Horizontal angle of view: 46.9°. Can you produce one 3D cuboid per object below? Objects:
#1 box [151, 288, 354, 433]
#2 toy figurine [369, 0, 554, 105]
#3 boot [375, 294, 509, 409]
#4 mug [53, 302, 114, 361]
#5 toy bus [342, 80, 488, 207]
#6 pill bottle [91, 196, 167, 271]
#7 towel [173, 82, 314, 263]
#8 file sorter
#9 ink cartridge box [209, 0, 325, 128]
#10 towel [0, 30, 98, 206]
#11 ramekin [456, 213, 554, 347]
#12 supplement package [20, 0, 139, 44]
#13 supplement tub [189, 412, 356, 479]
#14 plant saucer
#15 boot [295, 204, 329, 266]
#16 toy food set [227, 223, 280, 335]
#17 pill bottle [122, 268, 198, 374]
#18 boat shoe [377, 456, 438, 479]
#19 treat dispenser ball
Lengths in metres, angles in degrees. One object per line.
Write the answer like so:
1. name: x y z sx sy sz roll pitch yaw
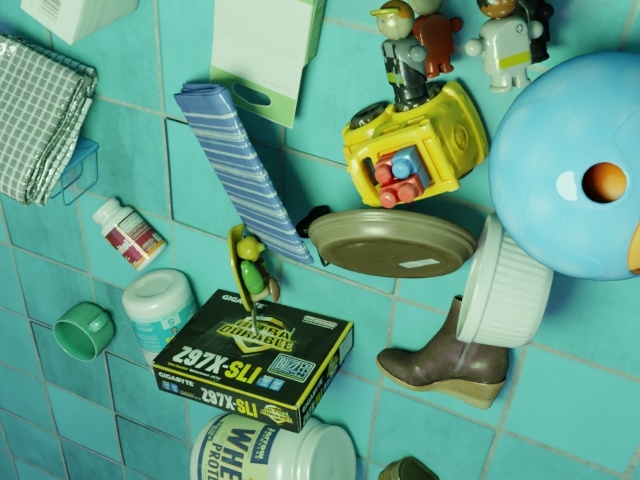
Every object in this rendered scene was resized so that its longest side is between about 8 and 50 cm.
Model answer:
1. box: -0.129 0.227 1.464 0.321 0.257 0.079 12 128 23
2. toy figurine: 0.185 -0.279 0.956 0.213 0.209 0.148 -1 116 29
3. boot: 0.231 0.189 1.371 0.248 0.090 0.207 16 117 20
4. mug: -0.561 0.219 1.807 0.157 0.097 0.130 5 124 26
5. toy bus: 0.115 -0.117 1.111 0.220 0.211 0.149 -13 117 37
6. pill bottle: -0.406 -0.015 1.559 0.152 0.086 0.086 46 132 -7
7. towel: -0.134 -0.121 1.287 0.243 0.040 0.336 21 142 61
8. file sorter: -0.560 -0.162 1.521 0.170 0.118 0.105 24 135 13
9. ink cartridge box: -0.091 -0.316 1.187 0.171 0.056 0.235 24 136 13
10. towel: -0.575 -0.236 1.384 0.235 0.121 0.284 26 94 11
11. ramekin: 0.291 0.070 1.157 0.109 0.207 0.207 14 129 7
12. supplement package: -0.375 -0.414 1.189 0.105 0.179 0.105 36 132 1
13. supplement tub: -0.106 0.514 1.674 0.324 0.235 0.236 -6 119 32
14. plant saucer: 0.116 0.013 1.208 0.277 0.041 0.278 6 162 2
15. boot: -0.001 0.000 1.322 0.045 0.121 0.099 -8 110 22
16. toy food set: -0.120 0.064 1.425 0.071 0.128 0.218 -10 129 4
17. pill bottle: -0.331 0.206 1.637 0.146 0.146 0.264 4 125 27
18. boat shoe: 0.257 0.607 1.633 0.307 0.110 0.104 48 136 4
19. treat dispenser ball: 0.360 -0.091 0.937 0.288 0.288 0.288 15 128 20
